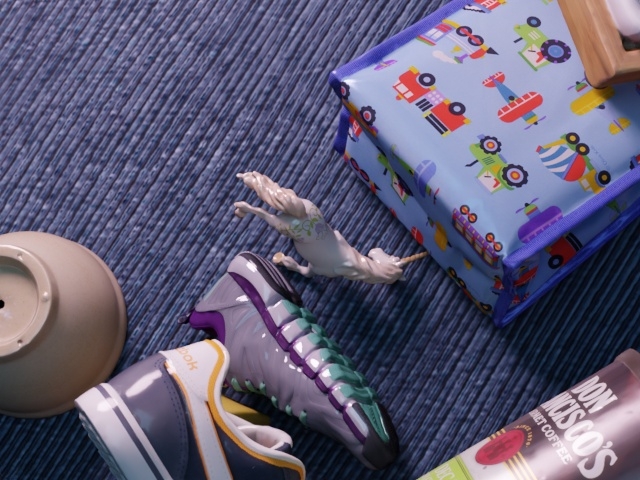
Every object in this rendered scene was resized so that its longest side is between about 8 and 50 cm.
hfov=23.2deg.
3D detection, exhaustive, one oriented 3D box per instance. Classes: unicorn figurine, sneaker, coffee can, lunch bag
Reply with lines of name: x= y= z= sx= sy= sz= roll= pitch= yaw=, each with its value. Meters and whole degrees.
unicorn figurine: x=0.000 y=0.000 z=1.295 sx=0.111 sy=0.162 sz=0.060 roll=16 pitch=82 yaw=41
sneaker: x=-0.055 y=0.224 z=1.179 sx=0.127 sy=0.126 sz=0.321 roll=-32 pitch=109 yaw=-17
coffee can: x=0.164 y=0.235 z=1.145 sx=0.275 sy=0.201 sz=0.201 roll=-31 pitch=72 yaw=0
lunch bag: x=0.189 y=-0.112 z=1.286 sx=0.293 sy=0.138 sz=0.221 roll=-36 pitch=70 yaw=-13
sneaker: x=-0.026 y=0.117 z=1.283 sx=0.098 sy=0.083 sz=0.223 roll=-42 pitch=62 yaw=9

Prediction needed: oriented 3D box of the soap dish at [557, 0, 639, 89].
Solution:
soap dish: x=0.308 y=-0.244 z=1.252 sx=0.291 sy=0.118 sz=0.229 roll=-12 pitch=72 yaw=-21

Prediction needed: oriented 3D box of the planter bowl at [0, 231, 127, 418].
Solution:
planter bowl: x=-0.254 y=0.062 z=1.311 sx=0.162 sy=0.109 sz=0.162 roll=-2 pitch=74 yaw=8

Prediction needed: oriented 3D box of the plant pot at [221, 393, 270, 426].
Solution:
plant pot: x=-0.100 y=0.159 z=1.272 sx=0.081 sy=0.083 sz=0.081 roll=23 pitch=81 yaw=15
